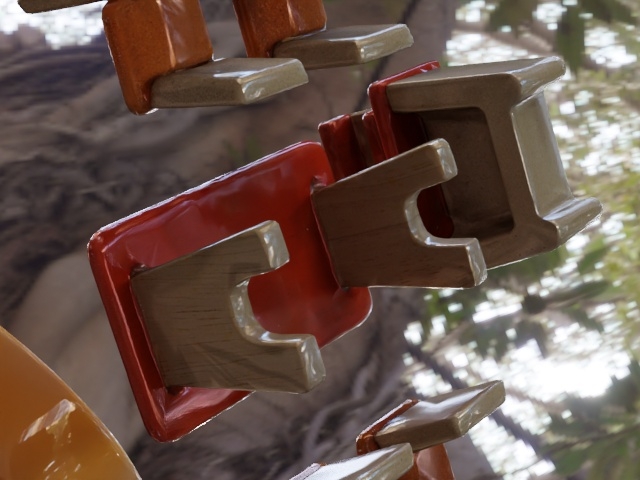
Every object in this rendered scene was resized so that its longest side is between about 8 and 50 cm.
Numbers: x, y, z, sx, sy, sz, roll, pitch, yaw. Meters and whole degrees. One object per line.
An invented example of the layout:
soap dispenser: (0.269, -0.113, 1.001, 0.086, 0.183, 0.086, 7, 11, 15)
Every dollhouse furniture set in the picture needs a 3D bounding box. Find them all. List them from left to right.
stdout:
dollhouse furniture set: (0.000, 0.000, 0.679, 0.135, 0.259, 0.262, -10, -80, 37)

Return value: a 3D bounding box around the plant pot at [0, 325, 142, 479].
plant pot: (-0.214, 0.137, 0.734, 0.205, 0.188, 0.205, 29, -28, 17)
